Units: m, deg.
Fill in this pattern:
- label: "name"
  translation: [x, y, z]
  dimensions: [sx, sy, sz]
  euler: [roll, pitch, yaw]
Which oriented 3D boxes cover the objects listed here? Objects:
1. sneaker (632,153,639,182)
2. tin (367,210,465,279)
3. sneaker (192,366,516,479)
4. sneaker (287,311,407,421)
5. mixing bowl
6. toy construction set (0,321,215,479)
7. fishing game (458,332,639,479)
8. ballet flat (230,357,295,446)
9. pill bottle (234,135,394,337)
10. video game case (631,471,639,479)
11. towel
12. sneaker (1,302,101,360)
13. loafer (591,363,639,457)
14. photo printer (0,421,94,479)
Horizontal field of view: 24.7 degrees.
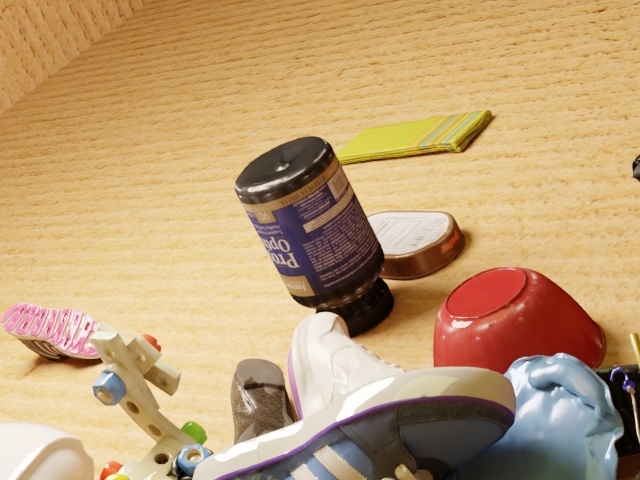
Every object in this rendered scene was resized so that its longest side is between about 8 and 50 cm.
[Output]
- label: "sneaker"
  translation: [0.429, -0.076, 1.584]
  dimensions: [0.121, 0.079, 0.217]
  euler: [-41, 19, -22]
- label: "tin"
  translation: [0.095, 0.003, 1.819]
  dimensions: [0.189, 0.040, 0.106]
  euler: [1, 32, 48]
- label: "sneaker"
  translation: [0.031, 0.260, 1.203]
  dimensions: [0.322, 0.130, 0.236]
  euler: [-23, 54, 23]
- label: "sneaker"
  translation: [0.050, 0.169, 1.457]
  dimensions: [0.152, 0.114, 0.305]
  euler: [-18, 32, 3]
- label: "mixing bowl"
  translation: [0.182, 0.090, 1.467]
  dimensions: [0.181, 0.098, 0.181]
  euler: [-23, 23, 10]
- label: "toy construction set"
  translation: [-0.224, 0.247, 1.460]
  dimensions: [0.215, 0.151, 0.328]
  euler: [20, 61, 25]
- label: "fishing game"
  translation: [0.177, 0.186, 1.235]
  dimensions: [0.264, 0.041, 0.189]
  euler: [-36, 44, 23]
- label: "ballet flat"
  translation: [-0.061, 0.210, 1.540]
  dimensions: [0.084, 0.058, 0.250]
  euler: [6, 26, -12]
- label: "pill bottle"
  translation: [0.000, 0.000, 1.691]
  dimensions: [0.123, 0.219, 0.123]
  euler: [-23, 23, 10]
- label: "video game case"
  translation: [0.328, 0.248, 1.064]
  dimensions: [0.300, 0.036, 0.329]
  euler: [-39, 27, -25]
- label: "towel"
  translation: [0.131, -0.147, 2.112]
  dimensions: [0.237, 0.021, 0.102]
  euler: [-5, 27, 44]
- label: "sneaker"
  translation: [-0.349, 0.131, 1.993]
  dimensions: [0.170, 0.075, 0.063]
  euler: [11, 66, 25]
- label: "loafer"
  translation: [0.225, 0.152, 1.305]
  dimensions: [0.220, 0.080, 0.078]
  euler: [-15, 3, 26]
- label: "photo printer"
  translation: [-0.408, 0.318, 1.610]
  dimensions: [0.256, 0.107, 0.307]
  euler: [-7, 31, 39]
